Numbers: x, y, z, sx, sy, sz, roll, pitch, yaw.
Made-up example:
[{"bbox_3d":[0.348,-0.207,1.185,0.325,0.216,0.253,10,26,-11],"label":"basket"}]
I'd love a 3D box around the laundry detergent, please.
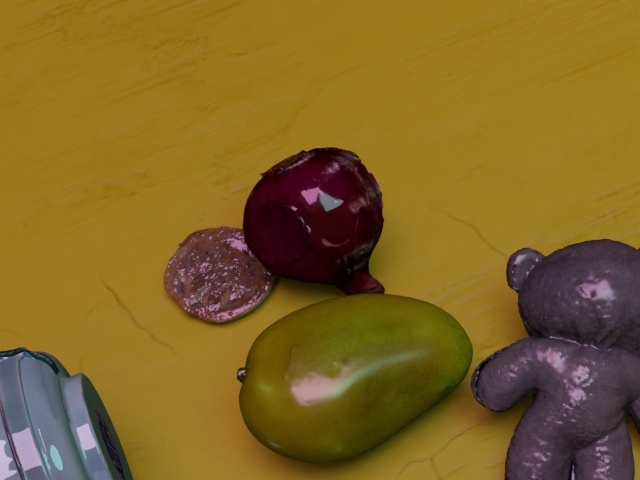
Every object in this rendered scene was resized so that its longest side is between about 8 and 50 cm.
[{"bbox_3d":[-0.370,0.283,1.390,0.305,0.287,0.287,-22,58,-5],"label":"laundry detergent"}]

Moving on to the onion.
[{"bbox_3d":[0.000,0.000,1.582,0.140,0.195,0.218,-33,101,-41],"label":"onion"}]

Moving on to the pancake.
[{"bbox_3d":[-0.128,0.039,1.655,0.151,0.025,0.152,-4,59,7],"label":"pancake"}]

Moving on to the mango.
[{"bbox_3d":[0.033,0.151,1.492,0.273,0.149,0.185,-28,52,-15],"label":"mango"}]

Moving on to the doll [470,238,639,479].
[{"bbox_3d":[0.296,0.162,1.467,0.246,0.158,0.340,6,89,6],"label":"doll"}]
